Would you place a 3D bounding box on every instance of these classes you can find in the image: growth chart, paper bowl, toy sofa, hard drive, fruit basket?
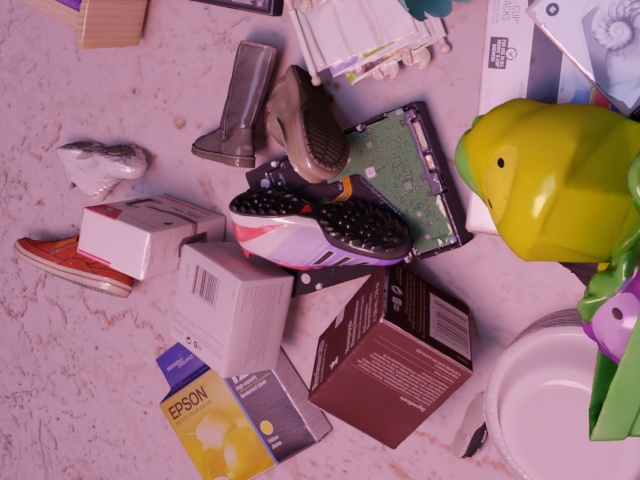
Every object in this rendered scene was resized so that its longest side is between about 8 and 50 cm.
[{"bbox_3d":[0.070,-0.325,1.232,0.237,0.021,0.172,-12,95,20],"label":"growth chart"},{"bbox_3d":[0.374,0.253,1.154,0.284,0.148,0.284,9,107,30],"label":"paper bowl"},{"bbox_3d":[-0.483,-0.491,1.445,0.362,0.150,0.177,30,117,22],"label":"toy sofa"},{"bbox_3d":[0.055,-0.059,1.312,0.339,0.064,0.237,-20,92,34],"label":"hard drive"},{"bbox_3d":[0.293,-0.020,0.779,0.392,0.283,0.392,12,129,15],"label":"fruit basket"}]

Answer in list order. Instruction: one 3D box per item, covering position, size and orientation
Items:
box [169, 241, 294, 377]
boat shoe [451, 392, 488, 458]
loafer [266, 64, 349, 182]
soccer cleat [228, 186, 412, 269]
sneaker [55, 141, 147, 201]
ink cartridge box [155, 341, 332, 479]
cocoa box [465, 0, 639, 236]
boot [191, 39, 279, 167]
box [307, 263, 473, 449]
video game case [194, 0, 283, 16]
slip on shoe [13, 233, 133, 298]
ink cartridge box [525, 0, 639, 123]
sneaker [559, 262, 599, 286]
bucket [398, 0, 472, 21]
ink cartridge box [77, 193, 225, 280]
[{"bbox_3d":[-0.157,0.114,1.392,0.181,0.119,0.182,28,113,44],"label":"box"},{"bbox_3d":[0.255,0.302,1.301,0.125,0.038,0.046,-70,25,19],"label":"boat shoe"},{"bbox_3d":[-0.027,-0.168,1.245,0.102,0.268,0.092,28,121,-28],"label":"loafer"},{"bbox_3d":[0.000,0.000,1.275,0.318,0.108,0.116,12,129,26],"label":"soccer cleat"},{"bbox_3d":[-0.419,-0.130,1.575,0.232,0.090,0.115,12,115,38],"label":"sneaker"},{"bbox_3d":[-0.174,0.304,1.543,0.303,0.072,0.307,-38,84,32],"label":"ink cartridge box"},{"bbox_3d":[0.338,-0.179,1.008,0.228,0.231,0.347,11,108,26],"label":"cocoa box"},{"bbox_3d":[-0.150,-0.237,1.380,0.189,0.076,0.208,17,105,46],"label":"boot"},{"bbox_3d":[0.109,0.175,1.246,0.167,0.168,0.203,31,120,-12],"label":"box"},{"bbox_3d":[-0.158,-0.531,1.333,0.248,0.035,0.275,18,111,26],"label":"video game case"},{"bbox_3d":[-0.504,0.036,1.657,0.331,0.123,0.101,12,76,33],"label":"slip on shoe"},{"bbox_3d":[0.367,-0.238,0.821,0.224,0.045,0.223,47,116,6],"label":"ink cartridge box"},{"bbox_3d":[0.410,0.047,1.107,0.286,0.109,0.130,18,120,29],"label":"sneaker"},{"bbox_3d":[0.152,-0.446,1.038,0.183,0.281,0.281,50,122,18],"label":"bucket"},{"bbox_3d":[-0.298,-0.012,1.444,0.158,0.218,0.092,20,107,25],"label":"ink cartridge box"}]
